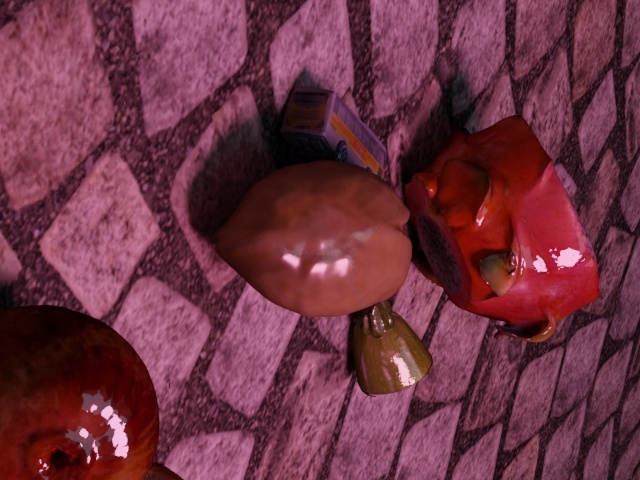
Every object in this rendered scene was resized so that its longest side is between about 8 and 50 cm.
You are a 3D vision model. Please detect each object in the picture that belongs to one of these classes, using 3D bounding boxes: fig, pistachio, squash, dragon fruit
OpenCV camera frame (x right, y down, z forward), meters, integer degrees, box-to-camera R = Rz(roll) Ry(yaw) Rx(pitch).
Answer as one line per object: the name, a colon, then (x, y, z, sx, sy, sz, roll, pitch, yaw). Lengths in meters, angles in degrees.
fig: (-0.231, 0.144, 1.288, 0.205, 0.205, 0.205, -41, 141, -45)
pistachio: (0.000, 0.000, 1.626, 0.293, 0.182, 0.162, -4, 85, -66)
squash: (0.073, 0.117, 1.969, 0.105, 0.105, 0.132, -48, 127, -38)
dragon fruit: (0.222, -0.006, 1.981, 0.189, 0.290, 0.290, -27, 142, -6)

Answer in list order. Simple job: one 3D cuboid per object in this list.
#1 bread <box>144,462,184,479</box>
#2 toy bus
bread: (-0.158, 0.283, 1.632, 0.076, 0.070, 0.083, -60, 154, -19)
toy bus: (0.016, -0.106, 1.727, 0.190, 0.064, 0.075, 37, 62, -63)
